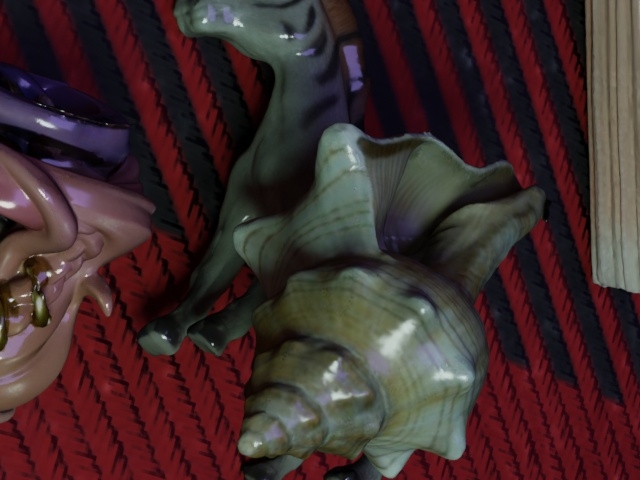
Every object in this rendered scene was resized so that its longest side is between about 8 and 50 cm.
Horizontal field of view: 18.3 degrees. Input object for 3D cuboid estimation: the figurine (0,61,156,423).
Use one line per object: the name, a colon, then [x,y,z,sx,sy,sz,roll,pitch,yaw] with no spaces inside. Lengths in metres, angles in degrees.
figurine: [-0.125,0.002,0.828,0.114,0.126,0.157,0,95,3]

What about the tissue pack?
tissue pack: [0.223,-0.141,1.124,0.170,0.071,0.325,-10,101,-37]

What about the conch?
conch: [0.014,0.020,0.858,0.137,0.114,0.234,56,29,-31]

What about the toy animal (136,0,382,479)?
toy animal: [-0.013,0.006,0.939,0.170,0.090,0.255,-36,119,-35]
